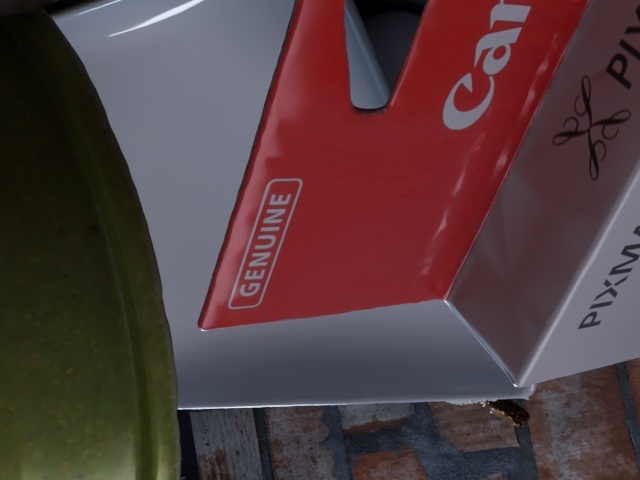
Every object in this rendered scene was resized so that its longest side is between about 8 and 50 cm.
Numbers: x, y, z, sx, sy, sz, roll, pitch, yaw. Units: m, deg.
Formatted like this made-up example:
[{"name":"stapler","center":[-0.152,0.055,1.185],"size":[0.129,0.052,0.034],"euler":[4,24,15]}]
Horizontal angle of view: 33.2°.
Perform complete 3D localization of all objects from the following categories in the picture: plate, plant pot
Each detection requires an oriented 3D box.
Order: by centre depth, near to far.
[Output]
[{"name":"plant pot","center":[-0.229,0.050,0.398],"size":[0.254,0.276,0.276],"euler":[-14,172,-34]},{"name":"plate","center":[-0.055,-0.016,0.561],"size":[0.278,0.045,0.277],"euler":[-8,130,32]}]

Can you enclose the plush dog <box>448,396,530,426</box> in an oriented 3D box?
[{"name":"plush dog","center":[0.197,0.081,1.297],"size":[0.210,0.225,0.262],"euler":[30,154,-6]}]

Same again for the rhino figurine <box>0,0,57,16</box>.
[{"name":"rhino figurine","center":[-0.036,-0.131,0.357],"size":[0.243,0.073,0.106],"euler":[-11,165,-6]}]

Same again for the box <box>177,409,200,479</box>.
[{"name":"box","center":[-0.290,0.183,1.044],"size":[0.179,0.313,0.343],"euler":[-1,166,-42]}]

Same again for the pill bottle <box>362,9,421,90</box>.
[{"name":"pill bottle","center":[-0.023,-0.030,0.677],"size":[0.264,0.146,0.146],"euler":[-20,166,39]}]

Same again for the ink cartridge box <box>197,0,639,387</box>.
[{"name":"ink cartridge box","center":[0.114,-0.071,0.393],"size":[0.261,0.066,0.296],"euler":[-6,131,-34]}]
